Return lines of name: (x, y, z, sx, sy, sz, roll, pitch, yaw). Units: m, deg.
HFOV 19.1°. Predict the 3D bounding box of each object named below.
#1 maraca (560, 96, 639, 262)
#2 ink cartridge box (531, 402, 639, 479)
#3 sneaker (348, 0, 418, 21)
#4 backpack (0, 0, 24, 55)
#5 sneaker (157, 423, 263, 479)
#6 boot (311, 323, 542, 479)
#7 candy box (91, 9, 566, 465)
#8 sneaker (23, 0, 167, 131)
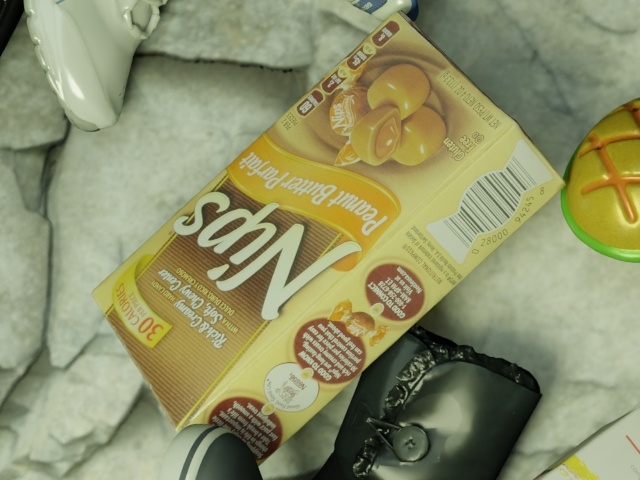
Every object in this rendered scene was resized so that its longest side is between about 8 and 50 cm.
maraca: (0.251, -0.059, 1.345, 0.127, 0.099, 0.186, 34, 72, 30)
ink cartridge box: (0.193, 0.192, 1.261, 0.198, 0.067, 0.115, -34, 83, -22)
sneaker: (0.114, -0.293, 1.459, 0.131, 0.112, 0.296, 43, 92, 5)
backpack: (-0.340, -0.178, 1.483, 0.191, 0.225, 0.253, 36, 93, 11)
sneaker: (-0.033, 0.281, 1.272, 0.127, 0.126, 0.321, 0, 99, 24)
boot: (0.101, 0.184, 1.325, 0.246, 0.094, 0.207, 29, 90, 28)
candy box: (0.000, 0.000, 1.376, 0.316, 0.087, 0.183, -42, 41, 2)
sneaker: (-0.158, -0.231, 1.514, 0.129, 0.111, 0.297, 2, 77, 12)
